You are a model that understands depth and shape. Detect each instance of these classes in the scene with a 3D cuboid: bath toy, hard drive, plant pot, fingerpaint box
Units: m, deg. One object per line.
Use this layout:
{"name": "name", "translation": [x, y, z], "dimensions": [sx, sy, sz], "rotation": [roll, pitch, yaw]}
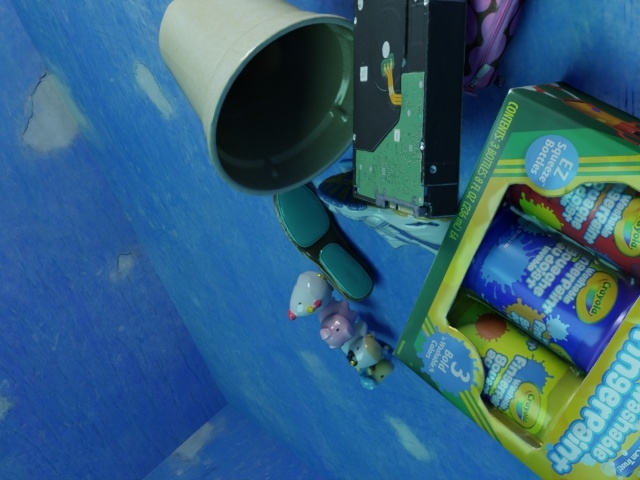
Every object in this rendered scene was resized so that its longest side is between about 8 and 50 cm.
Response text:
{"name": "bath toy", "translation": [0.046, 0.222, 1.641], "dimensions": [0.348, 0.129, 0.151], "rotation": [48, 159, -28]}
{"name": "hard drive", "translation": [0.117, -0.214, 0.934], "dimensions": [0.237, 0.064, 0.339], "rotation": [-152, 60, -67]}
{"name": "plant pot", "translation": [-0.119, -0.301, 1.171], "dimensions": [0.305, 0.334, 0.334], "rotation": [47, 155, 33]}
{"name": "fingerpaint box", "translation": [0.339, 0.078, 0.863], "dimensions": [0.371, 0.163, 0.445], "rotation": [38, 126, 29]}

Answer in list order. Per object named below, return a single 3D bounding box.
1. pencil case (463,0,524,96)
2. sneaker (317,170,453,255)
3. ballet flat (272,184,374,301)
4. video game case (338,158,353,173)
{"name": "pencil case", "translation": [0.220, -0.290, 0.854], "dimensions": [0.095, 0.098, 0.209], "rotation": [15, 147, 6]}
{"name": "sneaker", "translation": [0.119, -0.043, 1.277], "dimensions": [0.296, 0.112, 0.131], "rotation": [20, 142, 36]}
{"name": "ballet flat", "translation": [0.000, 0.000, 1.570], "dimensions": [0.342, 0.116, 0.124], "rotation": [49, 173, -5]}
{"name": "video game case", "translation": [0.110, -0.093, 1.360], "dimensions": [0.119, 0.015, 0.166], "rotation": [5, 128, 55]}
